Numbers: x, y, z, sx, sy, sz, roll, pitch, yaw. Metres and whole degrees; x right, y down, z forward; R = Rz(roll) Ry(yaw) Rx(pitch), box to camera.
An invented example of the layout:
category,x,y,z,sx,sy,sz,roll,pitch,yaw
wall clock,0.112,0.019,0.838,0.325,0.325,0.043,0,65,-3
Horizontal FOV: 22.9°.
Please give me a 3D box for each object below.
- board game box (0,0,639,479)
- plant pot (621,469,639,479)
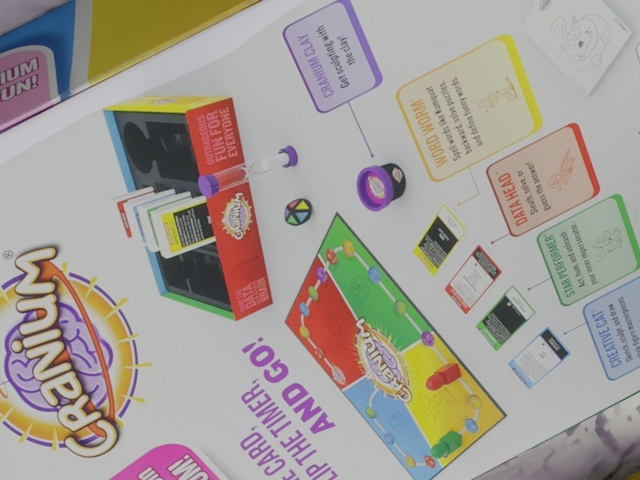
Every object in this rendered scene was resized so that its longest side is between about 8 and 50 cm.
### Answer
category,x,y,z,sx,sy,sz,roll,pitch,yaw
board game box,0.000,0.000,0.591,0.316,0.064,0.242,-27,125,-3
plant pot,0.177,0.241,0.686,0.212,0.187,0.212,-26,115,-17
